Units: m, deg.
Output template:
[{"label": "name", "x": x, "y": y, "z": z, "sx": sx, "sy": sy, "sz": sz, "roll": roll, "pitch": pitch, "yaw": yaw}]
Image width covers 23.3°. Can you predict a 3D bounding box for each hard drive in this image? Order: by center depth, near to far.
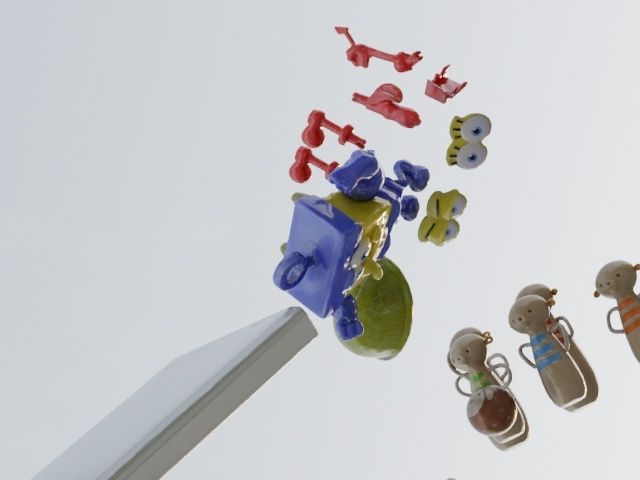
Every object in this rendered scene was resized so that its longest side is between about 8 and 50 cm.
[{"label": "hard drive", "x": -0.156, "y": 0.171, "z": 1.340, "sx": 0.040, "sy": 0.203, "sz": 0.307, "roll": 57, "pitch": -137, "yaw": -8}]

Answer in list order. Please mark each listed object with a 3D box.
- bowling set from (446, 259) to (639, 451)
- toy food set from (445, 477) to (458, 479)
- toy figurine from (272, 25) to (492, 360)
[{"label": "bowling set", "x": 0.221, "y": 0.122, "z": 1.693, "sx": 0.200, "sy": 0.287, "sz": 0.154, "roll": -2, "pitch": -118, "yaw": -52}, {"label": "toy food set", "x": 0.108, "y": 0.227, "z": 0.707, "sx": 0.128, "sy": 0.218, "sz": 0.071, "roll": -56, "pitch": -5, "yaw": 25}, {"label": "toy figurine", "x": 0.000, "y": 0.000, "z": 1.498, "sx": 0.217, "sy": 0.191, "sz": 0.362, "roll": -38, "pitch": -27, "yaw": -46}]
